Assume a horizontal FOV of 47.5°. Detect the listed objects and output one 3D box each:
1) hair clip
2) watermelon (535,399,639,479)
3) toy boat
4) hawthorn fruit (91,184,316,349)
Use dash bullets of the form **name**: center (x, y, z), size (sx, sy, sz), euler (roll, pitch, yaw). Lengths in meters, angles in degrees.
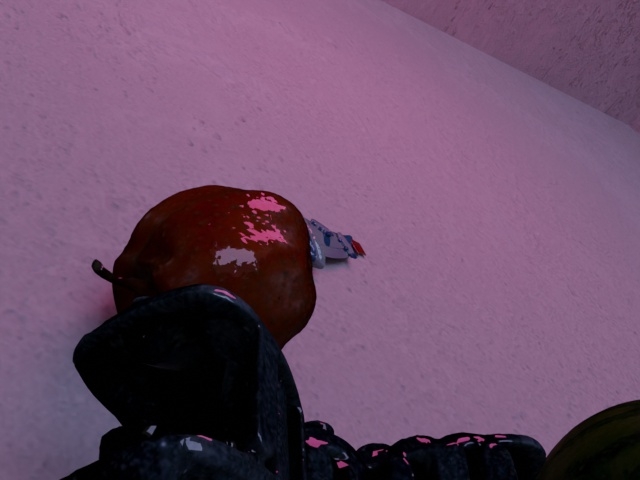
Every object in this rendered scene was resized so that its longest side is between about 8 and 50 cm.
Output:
- **hair clip**: center (-0.015, 0.169, 0.410), size (0.310, 0.206, 0.194), euler (29, 34, -22)
- **watermelon**: center (0.282, 0.242, 0.572), size (0.242, 0.242, 0.242), euler (26, 30, -16)
- **toy boat**: center (-0.001, 0.004, 0.861), size (0.149, 0.034, 0.105), euler (33, 23, -31)
- **hawthorn fruit**: center (-0.096, 0.030, 0.579), size (0.194, 0.157, 0.157), euler (2, 43, -50)
